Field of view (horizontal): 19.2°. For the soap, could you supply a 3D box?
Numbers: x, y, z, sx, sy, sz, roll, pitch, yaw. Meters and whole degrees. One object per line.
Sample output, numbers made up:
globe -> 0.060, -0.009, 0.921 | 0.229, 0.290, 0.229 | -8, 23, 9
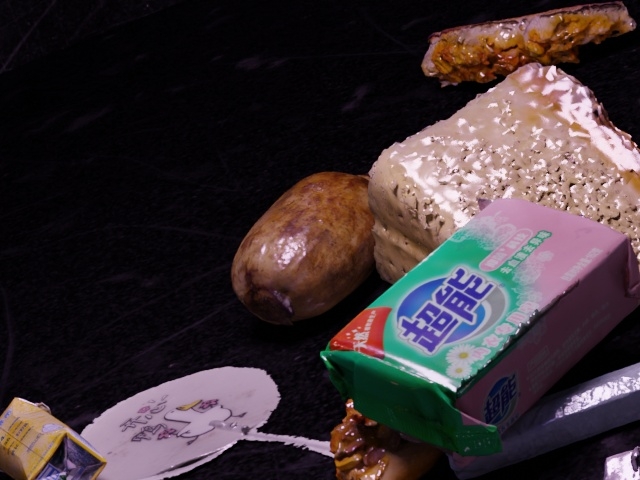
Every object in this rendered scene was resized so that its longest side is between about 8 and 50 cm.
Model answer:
soap -> 0.146, 0.073, 1.701 | 0.218, 0.098, 0.273 | 16, 44, 43

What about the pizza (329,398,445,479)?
pizza -> 0.068, 0.164, 1.749 | 0.127, 0.058, 0.246 | -7, 23, 26

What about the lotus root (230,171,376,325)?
lotus root -> 0.000, 0.000, 2.116 | 0.145, 0.128, 0.260 | -2, 33, 37

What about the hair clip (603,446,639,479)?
hair clip -> 0.232, 0.228, 1.462 | 0.116, 0.049, 0.172 | -18, 23, 21

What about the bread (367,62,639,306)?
bread -> 0.227, 0.009, 1.978 | 0.248, 0.279, 0.315 | -28, 65, -16

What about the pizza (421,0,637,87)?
pizza -> 0.276, -0.262, 2.558 | 0.305, 0.085, 0.161 | -9, 2, 24

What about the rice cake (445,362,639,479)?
rice cake -> 0.226, 0.151, 1.660 | 0.245, 0.042, 0.045 | -20, 27, 2

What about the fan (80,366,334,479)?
fan -> -0.092, 0.189, 1.905 | 0.415, 0.012, 0.233 | 1, 30, 44

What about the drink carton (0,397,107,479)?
drink carton -> -0.295, 0.212, 1.947 | 0.084, 0.074, 0.200 | -56, 31, -10
